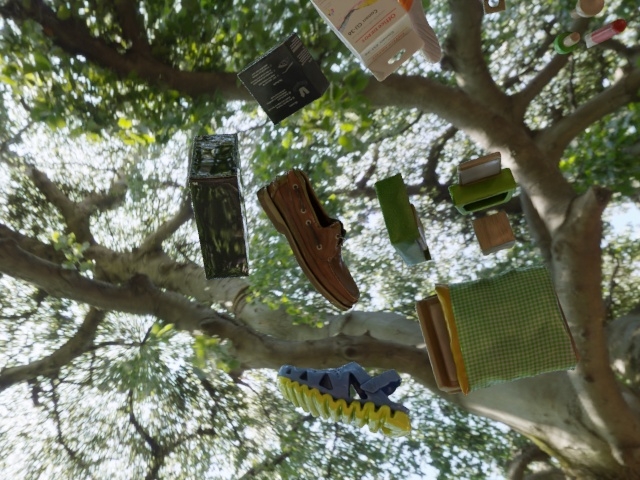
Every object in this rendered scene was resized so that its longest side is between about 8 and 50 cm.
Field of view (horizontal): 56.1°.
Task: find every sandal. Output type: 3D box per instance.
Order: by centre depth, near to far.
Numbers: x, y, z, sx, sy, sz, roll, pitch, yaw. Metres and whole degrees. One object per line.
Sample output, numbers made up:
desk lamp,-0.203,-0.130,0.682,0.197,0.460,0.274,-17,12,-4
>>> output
sandal,0.057,0.334,1.346,0.318,0.126,0.138,15,-123,6
sandal,0.192,-0.520,1.395,0.102,0.076,0.265,-19,-93,-46

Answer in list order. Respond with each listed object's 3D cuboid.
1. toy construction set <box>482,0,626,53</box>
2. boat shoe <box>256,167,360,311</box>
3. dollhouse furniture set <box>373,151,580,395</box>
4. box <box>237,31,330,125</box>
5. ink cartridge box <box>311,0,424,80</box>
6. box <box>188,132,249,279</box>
toy construction set,0.396,-0.469,1.086,0.257,0.237,0.308,-36,-86,7
boat shoe,0.000,0.000,1.189,0.104,0.110,0.307,-33,-79,15
dollhouse furniture set,0.217,0.047,0.829,0.198,0.151,0.301,-18,-111,10
box,-0.089,-0.396,1.479,0.158,0.156,0.093,53,-146,-20
ink cartridge box,0.088,-0.404,1.103,0.115,0.067,0.198,-40,-107,8
box,-0.214,-0.073,1.300,0.103,0.261,0.184,-3,-142,-2
